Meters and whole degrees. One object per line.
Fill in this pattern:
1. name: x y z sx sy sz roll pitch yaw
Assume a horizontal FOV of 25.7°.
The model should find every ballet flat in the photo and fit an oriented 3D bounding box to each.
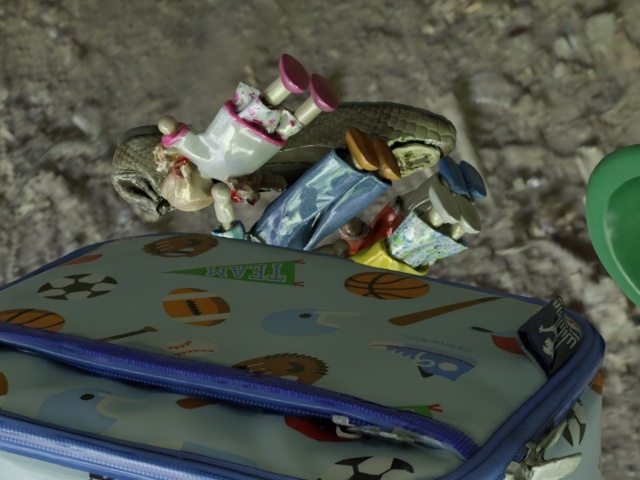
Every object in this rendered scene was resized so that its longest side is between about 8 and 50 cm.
1. ballet flat: -0.028 -0.052 0.984 0.249 0.084 0.058 -3 63 10

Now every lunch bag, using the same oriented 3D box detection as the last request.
1. lunch bag: -0.031 0.082 0.600 0.243 0.303 0.115 -25 119 -58

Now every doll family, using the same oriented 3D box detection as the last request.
1. doll family: 0.000 0.000 0.961 0.263 0.163 0.118 27 33 -39

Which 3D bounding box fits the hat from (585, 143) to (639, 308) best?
1. hat: 0.295 -0.044 0.874 0.183 0.208 0.173 -43 100 -23
